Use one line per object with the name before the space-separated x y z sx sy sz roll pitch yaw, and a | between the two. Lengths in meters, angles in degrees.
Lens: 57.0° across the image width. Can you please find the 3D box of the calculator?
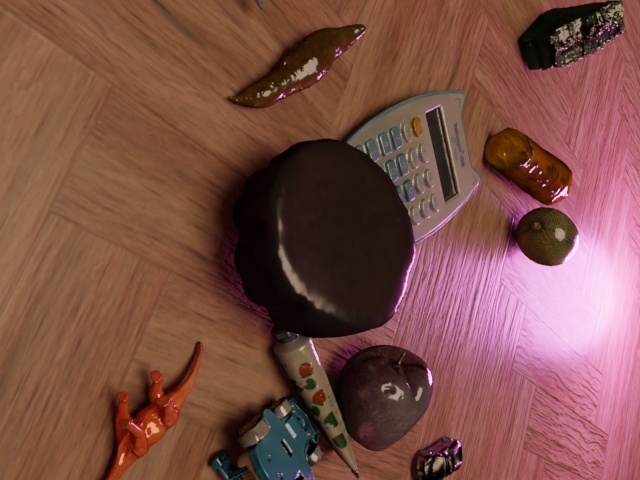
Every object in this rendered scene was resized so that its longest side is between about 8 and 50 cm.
calculator | 0.163 -0.126 1.081 0.386 0.054 0.256 -34 116 -39

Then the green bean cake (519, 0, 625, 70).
green bean cake | 0.613 -0.496 1.435 0.208 0.193 0.107 -42 126 -35

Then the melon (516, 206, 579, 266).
melon | 0.548 -0.010 1.425 0.192 0.139 0.139 28 72 -46

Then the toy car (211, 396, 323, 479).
toy car | -0.073 0.303 0.849 0.126 0.098 0.161 57 20 -4

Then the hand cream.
hand cream | -0.005 0.244 0.909 0.059 0.095 0.276 -28 110 -15

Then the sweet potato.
sweet potato | -0.026 -0.259 0.871 0.274 0.067 0.067 -42 121 -31

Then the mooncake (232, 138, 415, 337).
mooncake | 0.000 0.000 0.837 0.283 0.141 0.283 13 70 -40

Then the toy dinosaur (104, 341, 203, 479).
toy dinosaur | -0.218 0.228 0.696 0.279 0.055 0.101 -44 144 -38

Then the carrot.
carrot | 0.507 -0.169 1.397 0.302 0.114 0.114 20 78 -44

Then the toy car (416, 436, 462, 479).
toy car | 0.245 0.450 1.193 0.142 0.055 0.069 -6 93 -47

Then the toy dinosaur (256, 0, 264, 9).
toy dinosaur | -0.111 -0.508 0.752 0.205 0.092 0.393 -32 106 -47

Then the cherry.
cherry | 0.105 0.256 0.980 0.176 0.140 0.176 -24 133 -28
